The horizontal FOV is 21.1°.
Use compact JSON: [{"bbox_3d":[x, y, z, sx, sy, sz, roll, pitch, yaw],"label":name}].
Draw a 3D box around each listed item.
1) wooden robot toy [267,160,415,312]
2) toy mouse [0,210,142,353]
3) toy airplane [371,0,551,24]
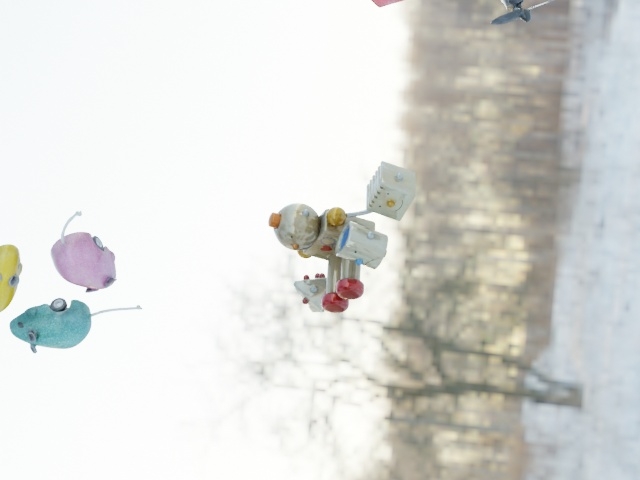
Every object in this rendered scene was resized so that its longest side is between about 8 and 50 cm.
[{"bbox_3d":[0.000,0.000,1.269,0.173,0.079,0.076,132,153,-53],"label":"wooden robot toy"},{"bbox_3d":[-0.193,0.043,1.285,0.161,0.143,0.031,-46,40,30],"label":"toy mouse"},{"bbox_3d":[0.066,-0.172,0.909,0.028,0.151,0.151,114,166,-64],"label":"toy airplane"}]
